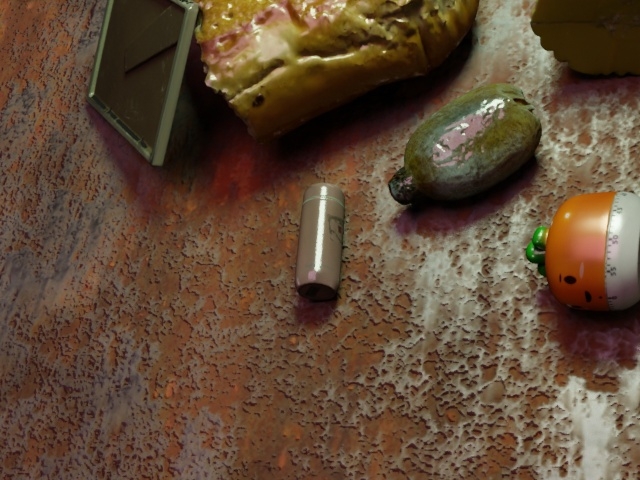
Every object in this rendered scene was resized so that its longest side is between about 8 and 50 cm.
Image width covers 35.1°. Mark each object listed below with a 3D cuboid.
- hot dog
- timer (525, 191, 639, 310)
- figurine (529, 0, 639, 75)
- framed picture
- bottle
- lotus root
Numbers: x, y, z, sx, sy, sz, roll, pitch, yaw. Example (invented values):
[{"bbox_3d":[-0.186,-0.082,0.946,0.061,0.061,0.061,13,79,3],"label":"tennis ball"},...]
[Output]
[{"bbox_3d":[0.020,-0.338,1.322,0.365,0.196,0.367,-24,59,12],"label":"hot dog"},{"bbox_3d":[0.272,0.009,1.039,0.136,0.099,0.136,-9,47,10],"label":"timer"},{"bbox_3d":[0.363,-0.363,1.222,0.187,0.168,0.315,-12,46,30],"label":"figurine"},{"bbox_3d":[-0.248,-0.246,1.370,0.289,0.016,0.213,39,118,52],"label":"framed picture"},{"bbox_3d":[0.000,0.000,1.198,0.053,0.053,0.140,-8,57,20],"label":"bottle"},{"bbox_3d":[0.162,-0.104,1.169,0.192,0.088,0.113,-32,59,4],"label":"lotus root"}]
